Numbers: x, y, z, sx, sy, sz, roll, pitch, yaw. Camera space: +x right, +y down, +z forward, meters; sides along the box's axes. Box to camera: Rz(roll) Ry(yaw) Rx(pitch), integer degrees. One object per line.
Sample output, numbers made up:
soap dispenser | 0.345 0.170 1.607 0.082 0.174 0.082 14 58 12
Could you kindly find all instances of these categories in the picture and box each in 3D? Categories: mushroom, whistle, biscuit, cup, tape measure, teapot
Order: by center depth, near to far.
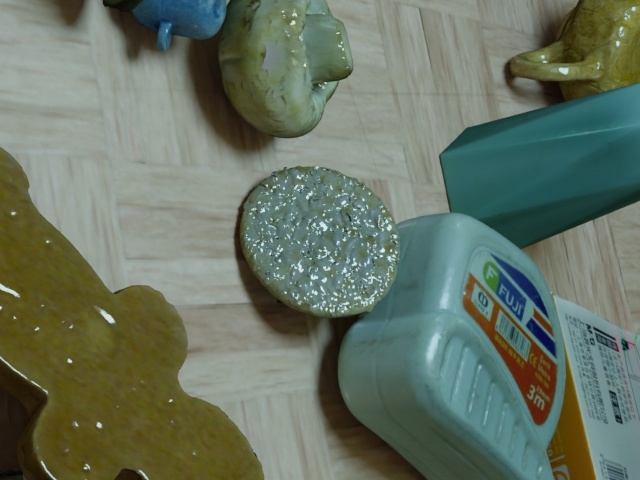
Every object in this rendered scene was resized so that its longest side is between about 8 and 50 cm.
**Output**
biscuit | -0.166 0.092 0.939 0.340 0.047 0.216 45 32 -16
whistle | -0.096 -0.278 1.159 0.180 0.093 0.269 91 16 -72
mushroom | -0.030 -0.161 1.196 0.148 0.112 0.148 -9 90 -78
biscuit | 0.000 0.000 1.197 0.152 0.020 0.152 8 59 -13
tape measure | 0.126 0.115 1.272 0.243 0.125 0.246 46 48 -37
cup | 0.262 -0.079 1.421 0.134 0.236 0.148 60 38 -16
teapot | 0.347 -0.224 1.654 0.311 0.167 0.203 -15 113 -32

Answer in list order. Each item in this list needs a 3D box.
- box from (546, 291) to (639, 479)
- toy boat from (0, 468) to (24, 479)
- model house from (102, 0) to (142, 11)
box | 0.290 0.211 1.421 0.221 0.091 0.274 28 45 -42
toy boat | -0.180 0.185 0.926 0.210 0.066 0.084 13 64 -46
model house | -0.211 -0.338 1.002 0.279 0.205 0.218 22 47 -32
